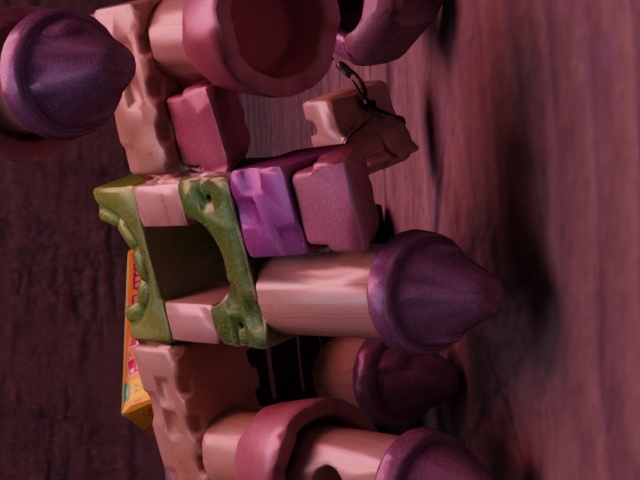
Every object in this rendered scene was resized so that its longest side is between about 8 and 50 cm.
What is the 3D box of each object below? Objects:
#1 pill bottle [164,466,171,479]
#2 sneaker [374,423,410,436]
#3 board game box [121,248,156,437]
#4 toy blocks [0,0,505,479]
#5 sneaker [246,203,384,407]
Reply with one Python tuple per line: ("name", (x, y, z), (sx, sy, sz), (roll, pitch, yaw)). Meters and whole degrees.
("pill bottle", (-0.068, 0.207, 1.686), (0.246, 0.136, 0.136), (-106, 15, -63))
("sneaker", (0.004, 0.186, 1.089), (0.094, 0.091, 0.258), (48, -144, -44))
("board game box", (-0.035, 0.113, 1.241), (0.259, 0.039, 0.124), (44, -147, -43))
("toy blocks", (0.000, 0.000, 0.877), (0.260, 0.309, 0.289), (-2, 105, 51))
("sneaker", (-0.037, 0.047, 1.133), (0.271, 0.108, 0.100), (-44, -48, -69))
